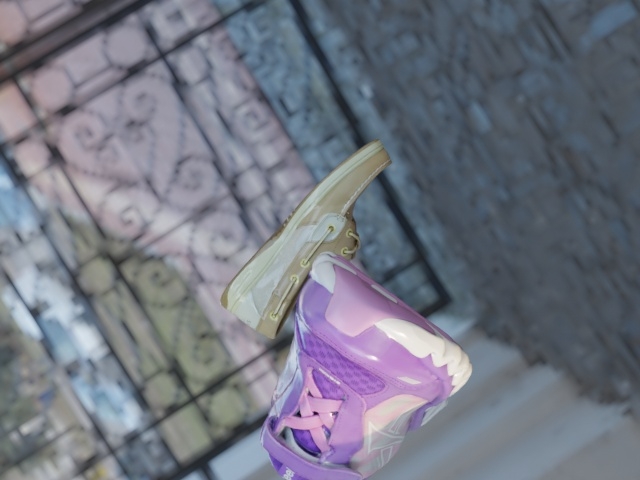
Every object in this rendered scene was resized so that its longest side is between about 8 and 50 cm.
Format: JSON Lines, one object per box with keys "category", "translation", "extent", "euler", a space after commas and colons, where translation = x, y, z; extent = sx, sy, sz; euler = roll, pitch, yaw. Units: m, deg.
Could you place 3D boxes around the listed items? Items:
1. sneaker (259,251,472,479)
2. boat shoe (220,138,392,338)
{"category": "sneaker", "translation": [0.013, 0.083, 1.033], "extent": [0.095, 0.104, 0.236], "euler": [40, 170, 12]}
{"category": "boat shoe", "translation": [0.000, 0.000, 1.142], "extent": [0.045, 0.135, 0.050], "euler": [43, -168, 4]}
